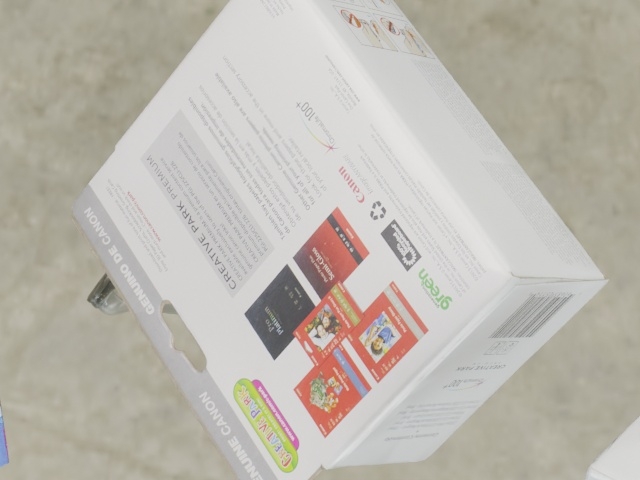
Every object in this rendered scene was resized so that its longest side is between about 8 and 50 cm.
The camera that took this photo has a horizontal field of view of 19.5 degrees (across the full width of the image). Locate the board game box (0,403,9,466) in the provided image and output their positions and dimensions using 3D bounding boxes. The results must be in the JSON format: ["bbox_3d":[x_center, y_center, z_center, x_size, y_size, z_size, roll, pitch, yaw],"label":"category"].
[{"bbox_3d":[-0.115,0.008,0.523,0.020,0.090,0.090,-17,120,-22],"label":"board game box"}]

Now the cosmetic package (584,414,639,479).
[{"bbox_3d":[0.228,0.129,0.821,0.097,0.377,0.284,24,130,29],"label":"cosmetic package"}]

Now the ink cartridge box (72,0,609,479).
[{"bbox_3d":[0.000,0.000,1.334,0.272,0.309,0.130,-47,152,26],"label":"ink cartridge box"}]

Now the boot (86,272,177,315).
[{"bbox_3d":[-0.092,0.055,1.627,0.161,0.246,0.083,45,110,6],"label":"boot"}]
